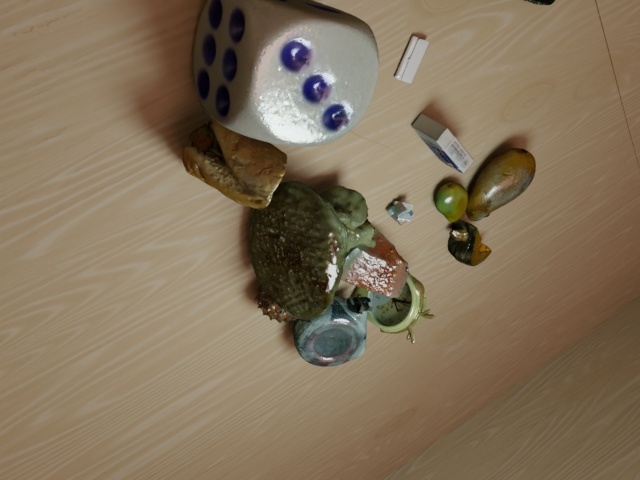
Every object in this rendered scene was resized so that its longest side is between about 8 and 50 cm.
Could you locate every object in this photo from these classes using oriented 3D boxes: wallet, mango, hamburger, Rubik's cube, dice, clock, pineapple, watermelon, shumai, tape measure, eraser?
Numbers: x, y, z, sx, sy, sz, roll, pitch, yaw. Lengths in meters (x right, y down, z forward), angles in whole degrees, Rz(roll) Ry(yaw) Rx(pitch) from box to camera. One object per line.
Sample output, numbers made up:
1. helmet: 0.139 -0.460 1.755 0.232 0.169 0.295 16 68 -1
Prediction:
1. wallet: 0.255 -0.506 1.531 0.061 0.025 0.122 6 120 -32
2. mango: 0.470 -0.141 1.953 0.122 0.085 0.191 -58 148 1
3. hamburger: -0.211 -0.190 1.262 0.209 0.330 0.162 33 91 -24
4. Rubik's cube: 0.273 -0.100 1.837 0.075 0.084 0.073 -48 145 -18
5. dice: -0.080 -0.375 1.176 0.304 0.304 0.277 -5 126 -34
6. clock: 0.269 0.216 1.918 0.096 0.308 0.235 16 113 -47
7. pineapple: -0.112 0.190 1.732 0.166 0.166 0.193 -45 137 2
8. watermelon: 0.188 0.092 1.805 0.256 0.140 0.193 36 100 -9
9. shumai: 0.000 0.000 1.569 0.323 0.324 0.398 -25 132 -45
10. tape measure: 0.040 0.316 1.921 0.275 0.147 0.256 -5 124 -7
11. mango: 0.645 -0.200 1.988 0.316 0.146 0.192 -47 140 15
12. eraser: 0.385 -0.304 1.717 0.068 0.124 0.210 -50 138 7

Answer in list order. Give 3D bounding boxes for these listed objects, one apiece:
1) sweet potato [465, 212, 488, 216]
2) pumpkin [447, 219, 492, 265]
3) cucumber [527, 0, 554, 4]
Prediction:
1. sweet potato: 0.601 -0.105 2.101 0.117 0.049 0.049 -6 127 -29
2. pumpkin: 0.560 0.016 2.111 0.126 0.131 0.248 -46 136 3
3. cucumber: 0.595 -0.725 1.576 0.293 0.067 0.068 0 123 -39
